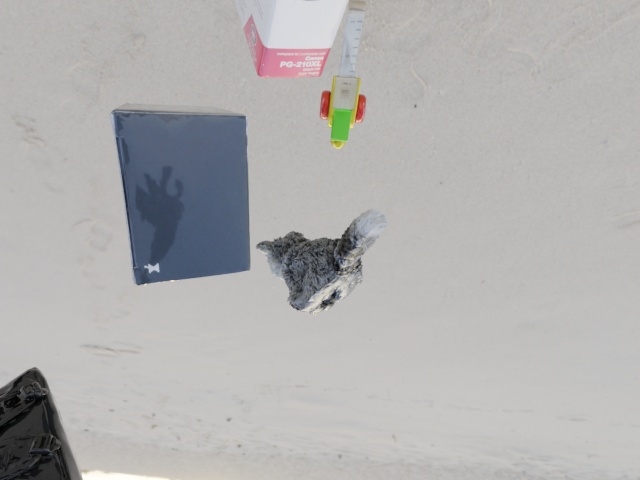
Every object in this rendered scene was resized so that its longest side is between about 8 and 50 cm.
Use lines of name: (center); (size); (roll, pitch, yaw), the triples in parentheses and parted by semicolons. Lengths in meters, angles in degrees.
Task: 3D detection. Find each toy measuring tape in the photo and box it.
toy measuring tape: (0.060, -0.380, 0.952); (0.122, 0.121, 0.329); (9, 123, 3)

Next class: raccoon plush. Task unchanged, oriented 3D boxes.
raccoon plush: (0.000, 0.000, 1.186); (0.216, 0.299, 0.446); (0, 136, -50)

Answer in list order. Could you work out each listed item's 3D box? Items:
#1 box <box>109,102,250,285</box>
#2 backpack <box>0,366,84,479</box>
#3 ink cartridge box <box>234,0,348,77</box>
box: (-0.294, -0.128, 0.846); (0.212, 0.293, 0.395); (-5, -159, -22)
backpack: (-0.557, 0.415, 0.591); (0.290, 0.356, 0.273); (35, 133, 37)
ink cartridge box: (-0.032, -0.349, 0.489); (0.100, 0.171, 0.237); (-10, 161, -22)
